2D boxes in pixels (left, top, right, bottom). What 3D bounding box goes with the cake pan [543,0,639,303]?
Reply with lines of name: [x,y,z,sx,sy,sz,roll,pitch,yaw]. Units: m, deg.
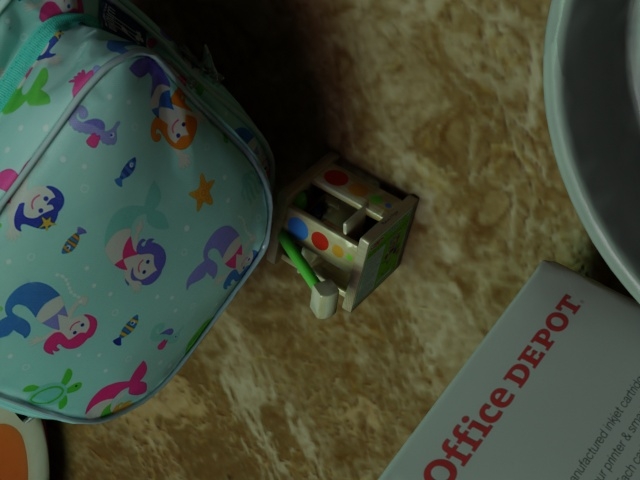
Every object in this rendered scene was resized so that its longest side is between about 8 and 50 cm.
cake pan: [0.233,-0.053,0.611,0.293,0.054,0.293,21,129,27]

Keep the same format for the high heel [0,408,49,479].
high heel: [-0.319,0.208,1.214,0.377,0.127,0.181,-58,33,28]

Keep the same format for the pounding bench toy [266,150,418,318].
pounding bench toy: [0.000,0.000,0.813,0.065,0.083,0.052,30,133,18]

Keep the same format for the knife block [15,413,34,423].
knife block: [-0.193,-0.030,0.964,0.088,0.242,0.276,-15,63,43]

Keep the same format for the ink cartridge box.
ink cartridge box: [0.156,0.160,0.719,0.232,0.171,0.168,29,144,20]

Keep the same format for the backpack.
backpack: [-0.140,-0.019,0.779,0.191,0.225,0.253,35,176,32]
